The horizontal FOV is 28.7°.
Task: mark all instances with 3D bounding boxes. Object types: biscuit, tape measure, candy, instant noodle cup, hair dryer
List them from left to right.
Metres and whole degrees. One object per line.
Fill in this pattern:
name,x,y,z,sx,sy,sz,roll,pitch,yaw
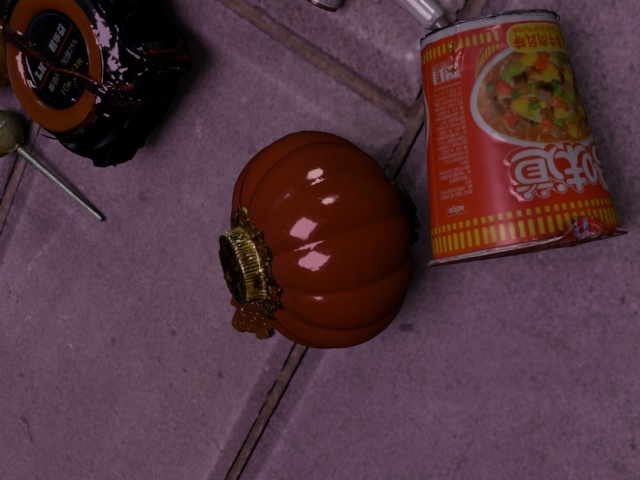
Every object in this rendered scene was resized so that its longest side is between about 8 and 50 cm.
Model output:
candy,-0.339,-0.086,1.526,0.202,0.061,0.061,39,118,9
tape measure,-0.252,-0.205,1.396,0.223,0.135,0.202,49,130,16
biscuit,-0.074,0.067,1.411,0.082,0.016,0.092,-18,90,37
hair dryer,0.088,-0.266,1.236,0.183,0.044,0.154,34,117,15
instant noodle cup,0.171,-0.093,1.144,0.193,0.193,0.212,-11,86,32

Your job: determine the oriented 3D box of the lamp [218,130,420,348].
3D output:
lamp,0.000,0.000,1.247,0.223,0.197,0.223,54,154,40

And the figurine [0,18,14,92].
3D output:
figurine,-0.413,-0.254,1.485,0.121,0.122,0.176,-20,82,-1
